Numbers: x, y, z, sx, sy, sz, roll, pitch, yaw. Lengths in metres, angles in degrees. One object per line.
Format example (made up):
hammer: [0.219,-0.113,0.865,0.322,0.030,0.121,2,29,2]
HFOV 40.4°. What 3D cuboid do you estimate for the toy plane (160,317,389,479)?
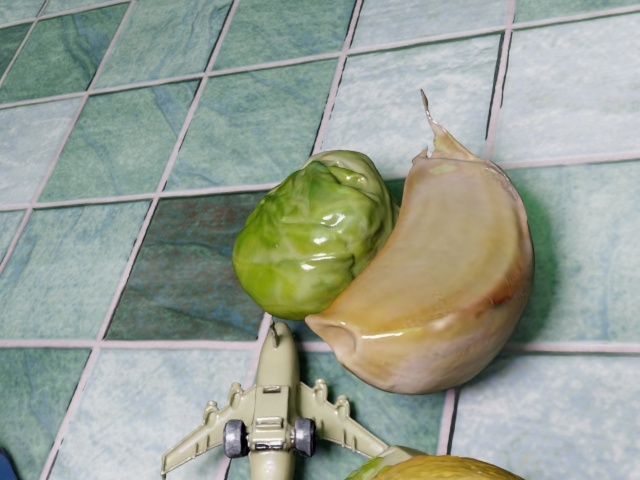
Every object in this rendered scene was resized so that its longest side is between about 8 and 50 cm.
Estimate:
toy plane: [-0.048,0.193,0.925,0.241,0.104,0.256,-4,58,7]

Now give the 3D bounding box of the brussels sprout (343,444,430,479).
brussels sprout: [0.068,0.265,0.786,0.155,0.117,0.155,-13,65,30]

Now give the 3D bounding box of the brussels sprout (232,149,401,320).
brussels sprout: [0.000,0.000,1.003,0.223,0.161,0.223,-28,24,13]

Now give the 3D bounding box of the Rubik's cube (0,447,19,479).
Rubik's cube: [-0.488,0.348,0.884,0.310,0.307,0.305,-42,49,-5]

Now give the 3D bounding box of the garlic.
garlic: [0.134,0.005,0.893,0.338,0.196,0.151,-62,12,-29]

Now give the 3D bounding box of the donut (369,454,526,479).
donut: [0.099,0.304,0.660,0.277,0.108,0.278,0,78,1]
